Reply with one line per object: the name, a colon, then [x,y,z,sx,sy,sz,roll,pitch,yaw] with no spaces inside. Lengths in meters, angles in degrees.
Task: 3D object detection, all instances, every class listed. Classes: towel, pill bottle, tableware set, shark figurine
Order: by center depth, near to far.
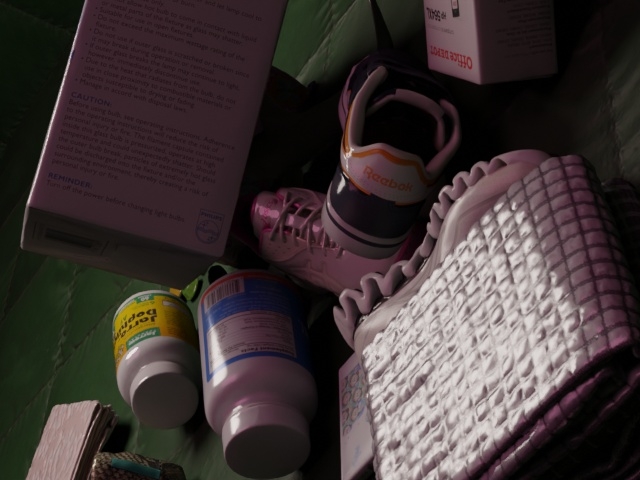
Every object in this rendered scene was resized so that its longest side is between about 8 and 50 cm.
towel: [0.157,0.107,1.094,0.284,0.121,0.235,-51,27,30]
pill bottle: [-0.067,0.146,1.569,0.124,0.124,0.222,-52,30,32]
shark figurine: [-0.013,-0.162,1.721,0.278,0.116,0.166,-41,32,13]
pill bottle: [-0.216,0.161,1.928,0.118,0.117,0.208,-59,22,18]
tableware set: [-0.203,0.047,2.158,0.154,0.024,0.104,-8,64,65]
towel: [-0.409,0.402,2.215,0.332,0.053,0.317,-18,52,68]

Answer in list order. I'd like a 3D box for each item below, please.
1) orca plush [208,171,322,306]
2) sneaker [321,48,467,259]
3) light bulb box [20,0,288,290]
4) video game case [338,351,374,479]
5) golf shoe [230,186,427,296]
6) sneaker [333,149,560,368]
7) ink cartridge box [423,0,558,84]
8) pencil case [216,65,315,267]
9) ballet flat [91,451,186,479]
orca plush: [-0.080,0.047,1.741,0.287,0.102,0.151,-66,21,-1]
sneaker: [0.084,-0.123,1.452,0.321,0.126,0.127,-79,11,-51]
light bulb box: [-0.201,-0.154,1.727,0.358,0.225,0.361,147,137,-74]
video game case: [0.062,0.145,1.413,0.143,0.019,0.157,-51,26,35]
golf shoe: [0.000,0.000,1.550,0.306,0.140,0.115,-2,65,64]
sneaker: [0.127,0.037,1.271,0.292,0.110,0.118,-50,38,36]
ink cartridge box: [0.157,-0.260,1.391,0.148,0.085,0.203,-141,44,-70]
pencil case: [-0.112,-0.108,1.973,0.284,0.124,0.124,-68,21,-5]
ballet flat: [-0.345,0.422,1.869,0.483,0.182,0.164,-52,22,34]
